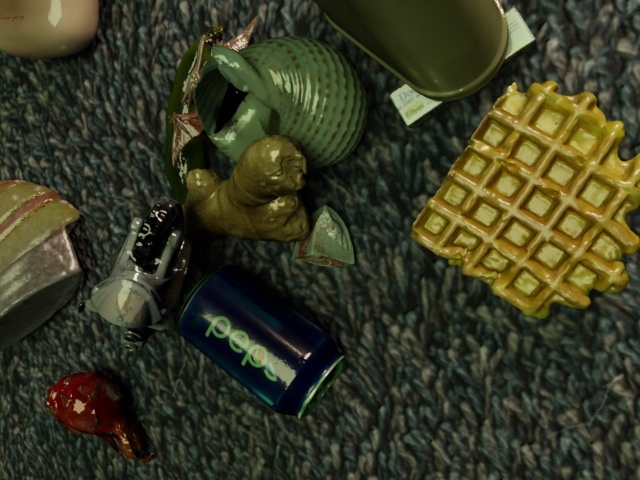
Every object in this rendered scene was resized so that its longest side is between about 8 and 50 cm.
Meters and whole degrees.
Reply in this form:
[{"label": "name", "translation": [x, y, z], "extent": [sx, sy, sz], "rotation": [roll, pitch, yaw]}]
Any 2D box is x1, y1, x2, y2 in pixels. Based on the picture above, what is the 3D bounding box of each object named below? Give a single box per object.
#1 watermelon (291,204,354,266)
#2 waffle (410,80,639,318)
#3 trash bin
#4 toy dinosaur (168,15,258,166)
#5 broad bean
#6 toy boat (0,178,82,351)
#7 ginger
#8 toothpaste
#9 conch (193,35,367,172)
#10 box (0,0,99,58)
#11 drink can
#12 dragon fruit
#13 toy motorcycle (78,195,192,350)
[{"label": "watermelon", "translation": [0.000, 0.000, 0.713], "extent": [0.085, 0.061, 0.085], "rotation": [6, 112, 14]}, {"label": "waffle", "translation": [0.244, -0.037, 0.612], "extent": [0.219, 0.057, 0.229], "rotation": [37, 108, 14]}, {"label": "trash bin", "translation": [0.049, -0.260, 0.543], "extent": [0.121, 0.247, 0.243], "rotation": [-50, 64, 14]}, {"label": "toy dinosaur", "translation": [-0.129, -0.187, 0.739], "extent": [0.108, 0.032, 0.220], "rotation": [31, 88, -7]}, {"label": "broad bean", "translation": [-0.177, -0.161, 0.777], "extent": [0.065, 0.046, 0.255], "rotation": [11, 100, 8]}, {"label": "toy boat", "translation": [-0.495, 0.020, 0.904], "extent": [0.275, 0.111, 0.294], "rotation": [-24, 77, 16]}, {"label": "ginger", "translation": [-0.110, -0.036, 0.715], "extent": [0.333, 0.147, 0.081], "rotation": [-16, 55, 42]}, {"label": "toothpaste", "translation": [0.156, -0.190, 0.642], "extent": [0.164, 0.034, 0.046], "rotation": [-33, 84, 22]}, {"label": "conch", "translation": [-0.040, -0.168, 0.669], "extent": [0.172, 0.131, 0.200], "rotation": [-15, 130, 47]}, {"label": "box", "translation": [-0.408, -0.337, 0.829], "extent": [0.200, 0.088, 0.146], "rotation": [8, 101, 21]}, {"label": "drink can", "translation": [-0.074, 0.127, 0.731], "extent": [0.204, 0.118, 0.118], "rotation": [34, 108, 16]}, {"label": "dragon fruit", "translation": [-0.323, 0.265, 0.878], "extent": [0.190, 0.094, 0.094], "rotation": [37, 110, -8]}, {"label": "toy motorcycle", "translation": [-0.223, 0.067, 0.720], "extent": [0.105, 0.159, 0.270], "rotation": [19, 142, -8]}]
